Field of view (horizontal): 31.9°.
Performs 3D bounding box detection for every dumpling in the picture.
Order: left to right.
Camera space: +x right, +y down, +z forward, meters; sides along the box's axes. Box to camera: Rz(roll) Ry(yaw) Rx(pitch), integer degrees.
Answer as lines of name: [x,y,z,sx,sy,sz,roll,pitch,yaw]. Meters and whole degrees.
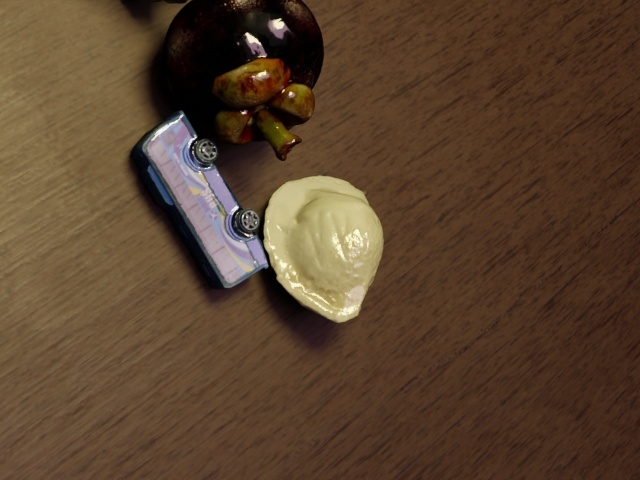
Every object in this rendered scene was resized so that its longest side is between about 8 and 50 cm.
dumpling: [0.000,0.004,1.536,0.166,0.126,0.215,10,81,-13]

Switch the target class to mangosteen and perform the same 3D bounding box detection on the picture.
mangosteen: [-0.090,-0.211,1.444,0.211,0.211,0.250,-7,66,-31]

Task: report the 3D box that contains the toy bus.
toy bus: [-0.157,-0.050,1.469,0.094,0.079,0.236,-36,102,-27]

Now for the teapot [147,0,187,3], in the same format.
teapot: [-0.160,-0.478,1.439,0.337,0.200,0.270,-41,118,-30]
